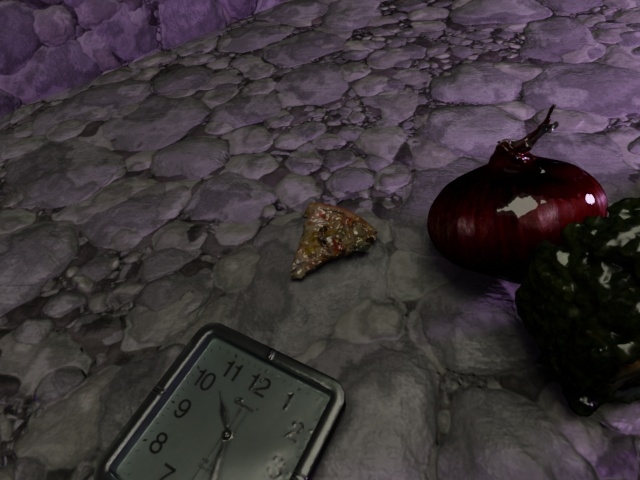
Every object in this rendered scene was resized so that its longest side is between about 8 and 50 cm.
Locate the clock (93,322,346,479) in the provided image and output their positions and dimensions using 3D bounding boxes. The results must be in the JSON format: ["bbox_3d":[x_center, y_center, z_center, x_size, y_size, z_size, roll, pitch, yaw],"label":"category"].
[{"bbox_3d":[-0.135,0.279,0.578,0.273,0.049,0.279,20,55,23],"label":"clock"}]

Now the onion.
[{"bbox_3d":[0.311,-0.069,0.668,0.273,0.285,0.273,-10,19,4],"label":"onion"}]

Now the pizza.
[{"bbox_3d":[0.000,0.000,0.800,0.185,0.052,0.195,23,57,30],"label":"pizza"}]

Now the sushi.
[{"bbox_3d":[0.457,0.061,0.513,0.352,0.294,0.178,-15,45,1],"label":"sushi"}]
